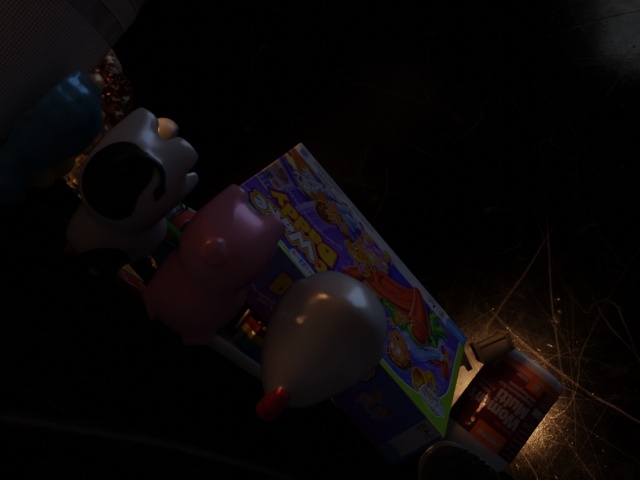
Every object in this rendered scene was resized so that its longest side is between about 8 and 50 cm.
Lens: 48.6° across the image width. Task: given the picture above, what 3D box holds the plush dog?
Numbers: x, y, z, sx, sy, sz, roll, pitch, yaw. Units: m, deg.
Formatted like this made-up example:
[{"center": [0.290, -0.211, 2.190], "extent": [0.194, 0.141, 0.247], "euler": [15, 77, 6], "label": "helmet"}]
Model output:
[{"center": [-0.343, -0.214, 1.006], "extent": [0.262, 0.211, 0.225], "euler": [34, -31, 3], "label": "plush dog"}]

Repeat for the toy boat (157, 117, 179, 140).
[{"center": [-0.407, -0.182, 1.423], "extent": [0.318, 0.148, 0.267], "euler": [12, -18, 41], "label": "toy boat"}]

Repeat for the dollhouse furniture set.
[{"center": [0.188, 0.156, 1.134], "extent": [0.161, 0.182, 0.101], "euler": [112, -46, -88], "label": "dollhouse furniture set"}]

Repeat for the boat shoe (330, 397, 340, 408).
[{"center": [0.054, 0.195, 1.065], "extent": [0.302, 0.094, 0.109], "euler": [67, -2, -77], "label": "boat shoe"}]

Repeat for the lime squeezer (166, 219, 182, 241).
[{"center": [-0.201, 0.022, 1.385], "extent": [0.310, 0.059, 0.110], "euler": [2, 67, -58], "label": "lime squeezer"}]

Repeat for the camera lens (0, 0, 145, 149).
[{"center": [-0.292, -0.212, 0.611], "extent": [0.219, 0.274, 0.219], "euler": [37, -4, 3], "label": "camera lens"}]

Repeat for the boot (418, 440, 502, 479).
[{"center": [0.151, 0.256, 0.743], "extent": [0.190, 0.076, 0.208], "euler": [52, 1, -7], "label": "boot"}]

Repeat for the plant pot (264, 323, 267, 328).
[{"center": [-0.036, 0.117, 1.348], "extent": [0.234, 0.166, 0.165], "euler": [41, -5, -11], "label": "plant pot"}]

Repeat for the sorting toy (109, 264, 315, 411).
[{"center": [-0.114, 0.077, 0.753], "extent": [0.274, 0.046, 0.132], "euler": [38, -4, -20], "label": "sorting toy"}]

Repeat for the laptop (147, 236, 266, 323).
[{"center": [-0.137, 0.024, 1.037], "extent": [0.264, 0.136, 0.234], "euler": [45, 1, 36], "label": "laptop"}]

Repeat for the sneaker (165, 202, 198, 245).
[{"center": [-0.312, -0.045, 1.458], "extent": [0.135, 0.098, 0.276], "euler": [39, -3, -3], "label": "sneaker"}]

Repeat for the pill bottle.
[{"center": [0.268, 0.282, 1.113], "extent": [0.121, 0.221, 0.121], "euler": [37, -4, 3], "label": "pill bottle"}]

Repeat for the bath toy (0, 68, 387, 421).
[{"center": [-0.110, 0.019, 0.586], "extent": [0.348, 0.129, 0.151], "euler": [37, -23, 5], "label": "bath toy"}]

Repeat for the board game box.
[{"center": [0.027, 0.062, 0.856], "extent": [0.347, 0.078, 0.233], "euler": [49, 26, -5], "label": "board game box"}]

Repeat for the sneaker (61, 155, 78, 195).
[{"center": [-0.400, -0.168, 1.260], "extent": [0.281, 0.162, 0.106], "euler": [35, -4, 34], "label": "sneaker"}]
